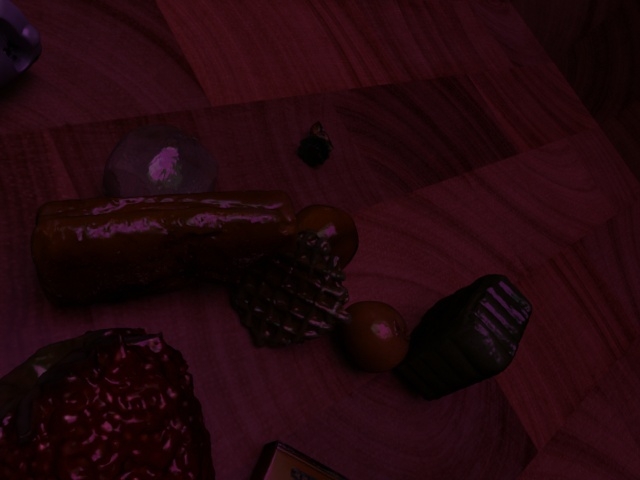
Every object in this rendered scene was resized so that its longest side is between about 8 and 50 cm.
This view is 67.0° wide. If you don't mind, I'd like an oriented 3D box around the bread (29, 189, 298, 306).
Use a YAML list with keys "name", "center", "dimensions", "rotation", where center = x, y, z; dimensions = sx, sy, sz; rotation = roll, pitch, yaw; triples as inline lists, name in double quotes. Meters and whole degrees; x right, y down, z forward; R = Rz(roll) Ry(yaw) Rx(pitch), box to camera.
- name: "bread"
  center: [-0.222, 0.017, 0.747]
  dimensions: [0.380, 0.185, 0.109]
  rotation: [-5, 46, -19]

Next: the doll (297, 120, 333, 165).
- name: "doll"
  center: [-0.014, -0.223, 1.131]
  dimensions: [0.078, 0.077, 0.113]
  rotation: [57, 15, -24]

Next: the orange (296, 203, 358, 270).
- name: "orange"
  center: [0.000, 0.000, 0.952]
  dimensions: [0.156, 0.156, 0.134]
  rotation: [-8, 48, -34]

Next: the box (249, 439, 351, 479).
- name: "box"
  center: [-0.058, 0.446, 0.719]
  dimensions: [0.152, 0.070, 0.237]
  rotation: [34, 54, -11]

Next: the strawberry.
- name: "strawberry"
  center: [-0.251, 0.279, 0.600]
  dimensions: [0.292, 0.292, 0.343]
  rotation: [-38, 111, -39]

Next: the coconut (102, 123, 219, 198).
- name: "coconut"
  center: [-0.266, -0.106, 0.814]
  dimensions: [0.194, 0.194, 0.194]
  rotation: [15, 58, -24]

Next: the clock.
- name: "clock"
  center: [-0.578, -0.258, 0.743]
  dimensions: [0.189, 0.189, 0.254]
  rotation: [27, 69, -16]

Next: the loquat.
- name: "loquat"
  center: [0.100, 0.178, 0.917]
  dimensions: [0.141, 0.141, 0.141]
  rotation: [15, 58, -24]

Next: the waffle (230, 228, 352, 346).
- name: "waffle"
  center: [-0.059, 0.083, 0.855]
  dimensions: [0.054, 0.214, 0.207]
  rotation: [23, 49, -77]

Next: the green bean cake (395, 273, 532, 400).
- name: "green bean cake"
  center: [0.279, 0.183, 0.950]
  dimensions: [0.125, 0.248, 0.222]
  rotation: [49, 48, 2]
